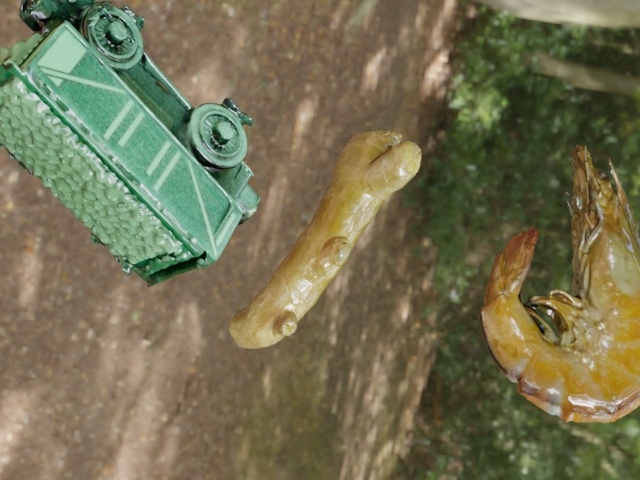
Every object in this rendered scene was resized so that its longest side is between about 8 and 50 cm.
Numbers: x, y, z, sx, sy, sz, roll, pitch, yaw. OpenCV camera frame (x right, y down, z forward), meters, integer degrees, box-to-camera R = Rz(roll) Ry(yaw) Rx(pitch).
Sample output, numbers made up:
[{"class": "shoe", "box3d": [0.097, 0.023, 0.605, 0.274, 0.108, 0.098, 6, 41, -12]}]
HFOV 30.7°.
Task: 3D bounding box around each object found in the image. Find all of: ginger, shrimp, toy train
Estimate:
[{"class": "ginger", "box3d": [0.003, 0.002, 1.309, 0.298, 0.065, 0.118, -55, -153, 0]}, {"class": "shrimp", "box3d": [0.210, 0.033, 0.963, 0.068, 0.150, 0.248, 113, -11, -59]}, {"class": "toy train", "box3d": [-0.165, -0.089, 0.980, 0.269, 0.115, 0.154, 48, 52, -24]}]
